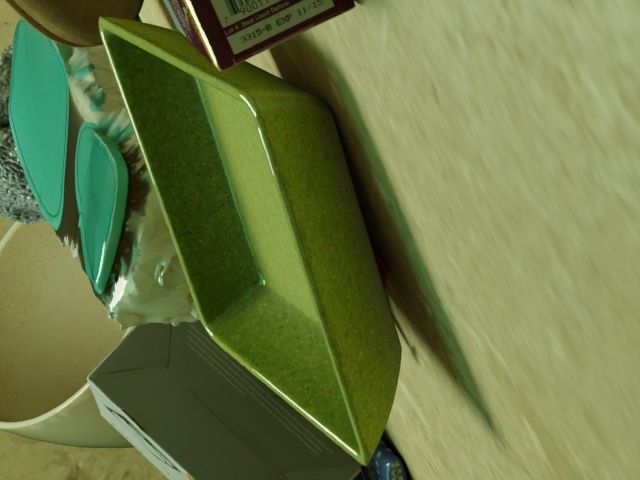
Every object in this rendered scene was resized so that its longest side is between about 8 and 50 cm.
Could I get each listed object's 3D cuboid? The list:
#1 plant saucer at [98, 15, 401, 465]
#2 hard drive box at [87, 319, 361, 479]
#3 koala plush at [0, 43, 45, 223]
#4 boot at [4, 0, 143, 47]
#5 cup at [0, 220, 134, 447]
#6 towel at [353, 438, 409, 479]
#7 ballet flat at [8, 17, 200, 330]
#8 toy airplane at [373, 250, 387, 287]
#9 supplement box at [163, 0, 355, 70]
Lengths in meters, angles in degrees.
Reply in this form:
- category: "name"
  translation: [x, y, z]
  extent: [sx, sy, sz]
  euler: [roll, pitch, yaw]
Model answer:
- category: "plant saucer"
  translation: [-0.026, -0.013, 0.869]
  extent: [0.188, 0.045, 0.188]
  euler: [32, 144, 58]
- category: "hard drive box"
  translation: [-0.072, 0.144, 1.346]
  extent: [0.181, 0.089, 0.232]
  euler: [43, 169, 5]
- category: "koala plush"
  translation: [-0.181, -0.057, 1.549]
  extent: [0.221, 0.203, 0.196]
  euler: [44, 164, 34]
- category: "boot"
  translation: [-0.158, -0.219, 1.025]
  extent: [0.115, 0.112, 0.305]
  euler: [42, 158, 45]
- category: "cup"
  translation: [-0.224, 0.111, 2.149]
  extent: [0.237, 0.331, 0.331]
  euler: [35, -167, -38]
- category: "towel"
  translation: [0.040, 0.191, 1.412]
  extent: [0.243, 0.040, 0.336]
  euler: [68, 170, -24]
- category: "ballet flat"
  translation: [-0.108, -0.045, 1.165]
  extent: [0.147, 0.147, 0.409]
  euler: [67, 174, -28]
- category: "toy airplane"
  translation: [0.000, 0.000, 0.938]
  extent: [0.151, 0.028, 0.151]
  euler: [61, 172, 15]
- category: "supplement box"
  translation: [-0.029, -0.096, 0.658]
  extent: [0.043, 0.055, 0.083]
  euler: [65, 174, -21]
